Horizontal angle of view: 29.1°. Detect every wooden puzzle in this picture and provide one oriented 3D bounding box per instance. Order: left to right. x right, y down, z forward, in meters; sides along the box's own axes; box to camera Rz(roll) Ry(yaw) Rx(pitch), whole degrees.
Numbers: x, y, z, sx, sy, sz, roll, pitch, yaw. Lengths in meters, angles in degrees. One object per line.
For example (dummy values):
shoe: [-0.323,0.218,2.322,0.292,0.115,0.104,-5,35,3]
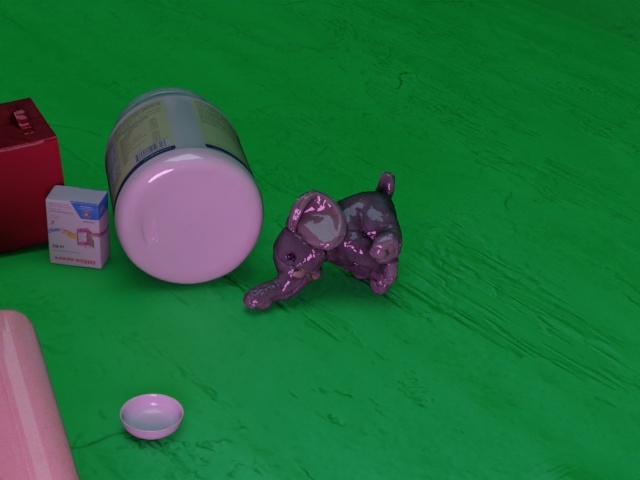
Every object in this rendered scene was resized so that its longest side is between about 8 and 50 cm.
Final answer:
wooden puzzle: [-0.445,0.266,1.342,0.347,0.080,0.322,-19,56,-10]

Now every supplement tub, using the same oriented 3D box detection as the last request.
supplement tub: [-0.232,-0.101,2.029,0.235,0.235,0.325,-3,29,-13]

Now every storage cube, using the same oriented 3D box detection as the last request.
storage cube: [-0.538,-0.104,2.030,0.193,0.215,0.184,-16,34,-21]

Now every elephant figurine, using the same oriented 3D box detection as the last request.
elephant figurine: [0.000,0.000,1.939,0.239,0.169,0.186,3,34,-9]

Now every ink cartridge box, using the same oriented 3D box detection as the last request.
ink cartridge box: [-0.390,-0.020,1.982,0.088,0.122,0.052,6,33,6]

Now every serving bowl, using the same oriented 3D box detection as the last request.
serving bowl: [-0.223,0.237,1.626,0.083,0.027,0.083,3,29,-1]
